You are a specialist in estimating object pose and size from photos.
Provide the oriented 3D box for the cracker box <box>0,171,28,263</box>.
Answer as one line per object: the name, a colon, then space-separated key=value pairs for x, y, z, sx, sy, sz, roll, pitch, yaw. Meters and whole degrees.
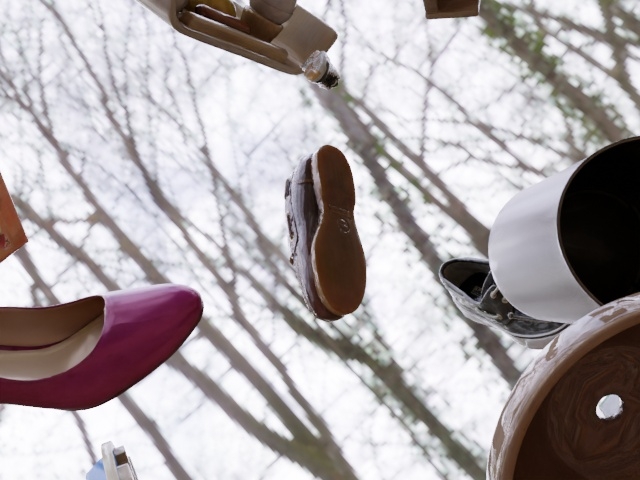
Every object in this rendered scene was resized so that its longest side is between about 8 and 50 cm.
cracker box: x=-0.391 y=-0.044 z=1.238 sx=0.067 sy=0.232 sz=0.155 roll=-48 pitch=-54 yaw=-53

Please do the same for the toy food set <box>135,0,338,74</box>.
toy food set: x=-0.133 y=-0.275 z=1.388 sx=0.092 sy=0.220 sz=0.306 roll=-58 pitch=-25 yaw=11

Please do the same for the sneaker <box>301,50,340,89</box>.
sneaker: x=0.005 y=-0.164 z=1.354 sx=0.037 sy=0.083 sz=0.032 roll=41 pitch=-79 yaw=-12

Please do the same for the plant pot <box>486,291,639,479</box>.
plant pot: x=0.214 y=0.131 z=0.931 sx=0.237 sy=0.110 sz=0.237 roll=-4 pitch=-70 yaw=-11

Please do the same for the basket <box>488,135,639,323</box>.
basket: x=0.244 y=0.004 z=1.163 sx=0.204 sy=0.227 sz=0.154 roll=11 pitch=-96 yaw=-14

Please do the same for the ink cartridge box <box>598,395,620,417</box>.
ink cartridge box: x=0.485 y=0.215 z=1.751 sx=0.219 sy=0.092 sz=0.160 roll=32 pitch=-79 yaw=-34

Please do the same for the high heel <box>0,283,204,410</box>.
high heel: x=-0.317 y=0.098 z=1.451 sx=0.377 sy=0.127 sz=0.181 roll=-25 pitch=-50 yaw=10

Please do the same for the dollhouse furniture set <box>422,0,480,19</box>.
dollhouse furniture set: x=0.222 y=-0.358 z=1.130 sx=0.303 sy=0.198 sz=0.286 roll=-1 pitch=-39 yaw=14

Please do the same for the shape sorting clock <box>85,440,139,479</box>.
shape sorting clock: x=-0.095 y=0.220 z=0.856 sx=0.040 sy=0.206 sz=0.206 roll=-24 pitch=-41 yaw=-6

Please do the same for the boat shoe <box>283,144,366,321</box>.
boat shoe: x=0.000 y=0.000 z=1.447 sx=0.073 sy=0.207 sz=0.073 roll=28 pitch=-45 yaw=-33

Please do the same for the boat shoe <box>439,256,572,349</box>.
boat shoe: x=0.213 y=0.066 z=1.575 sx=0.070 sy=0.219 sz=0.078 roll=46 pitch=-108 yaw=-30
